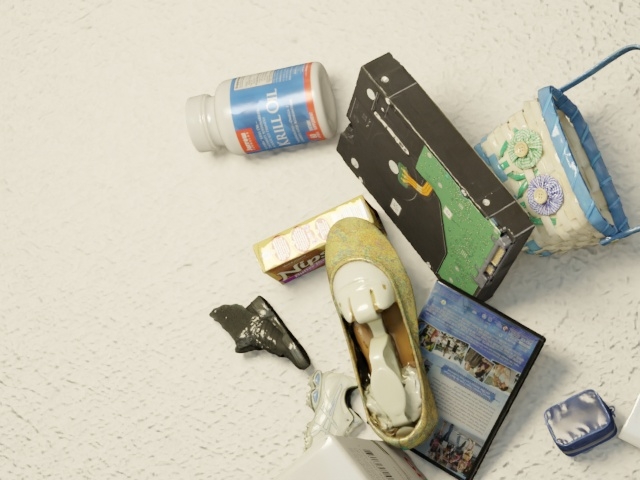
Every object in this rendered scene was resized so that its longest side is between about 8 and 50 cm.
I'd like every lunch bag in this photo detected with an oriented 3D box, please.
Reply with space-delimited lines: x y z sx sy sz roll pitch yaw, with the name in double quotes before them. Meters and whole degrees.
"lunch bag" 0.376 0.261 1.859 0.098 0.065 0.067 -26 58 9

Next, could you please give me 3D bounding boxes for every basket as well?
"basket" 0.389 -0.109 1.859 0.289 0.201 0.254 -28 72 18

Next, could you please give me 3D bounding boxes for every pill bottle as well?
"pill bottle" -0.093 -0.201 2.044 0.221 0.124 0.124 -11 76 13

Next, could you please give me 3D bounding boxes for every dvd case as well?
"dvd case" 0.195 0.207 1.897 0.180 0.022 0.253 30 106 17

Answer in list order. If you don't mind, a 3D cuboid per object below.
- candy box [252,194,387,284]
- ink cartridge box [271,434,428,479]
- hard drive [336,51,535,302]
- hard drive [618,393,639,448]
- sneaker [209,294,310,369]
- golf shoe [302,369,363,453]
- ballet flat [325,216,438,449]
"candy box" 0.000 0.000 1.986 0.187 0.109 0.053 -26 74 7
"ink cartridge box" 0.087 0.421 1.728 0.166 0.395 0.285 -40 72 6
"hard drive" 0.160 -0.082 1.899 0.064 0.237 0.339 -29 70 -22
"hard drive" 0.628 0.254 1.805 0.353 0.047 0.233 26 86 18
"sneaker" -0.094 0.153 2.011 0.089 0.051 0.170 -39 67 4
"golf shoe" 0.020 0.284 1.947 0.086 0.069 0.176 2 80 9
"ballet flat" 0.083 0.134 1.860 0.123 0.123 0.348 -16 89 11
